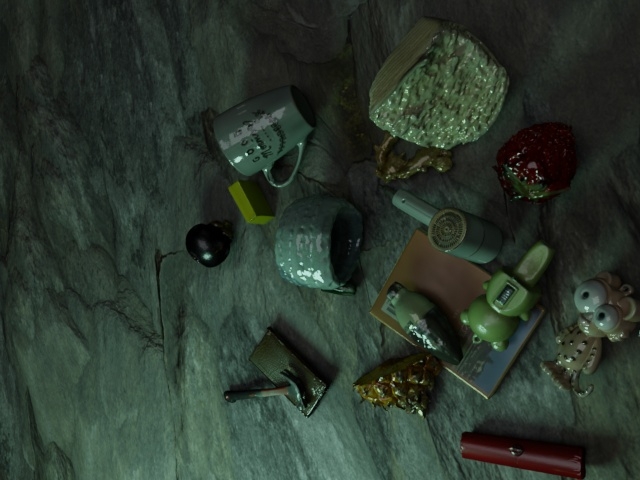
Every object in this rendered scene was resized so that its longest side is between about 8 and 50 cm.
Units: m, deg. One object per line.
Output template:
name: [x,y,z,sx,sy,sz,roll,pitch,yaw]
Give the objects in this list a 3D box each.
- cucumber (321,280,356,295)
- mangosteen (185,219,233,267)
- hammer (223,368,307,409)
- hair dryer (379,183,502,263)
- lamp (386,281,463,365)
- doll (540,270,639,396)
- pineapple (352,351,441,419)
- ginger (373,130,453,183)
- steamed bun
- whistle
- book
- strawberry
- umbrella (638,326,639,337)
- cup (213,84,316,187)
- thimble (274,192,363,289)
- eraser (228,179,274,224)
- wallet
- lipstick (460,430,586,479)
cucumber: [0.052,0.121,1.877,0.105,0.048,0.048,10,95,25]
mangosteen: [-0.314,-0.001,2.040,0.137,0.137,0.151,31,70,25]
hammer: [-0.162,0.426,1.976,0.288,0.033,0.111,-16,92,37]
hair dryer: [0.267,-0.066,1.726,0.357,0.173,0.107,38,105,43]
lamp: [0.253,0.200,1.714,0.250,0.101,0.101,46,110,16]
doll: [0.591,0.206,1.545,0.154,0.119,0.278,47,117,55]
pineapple: [0.188,0.384,1.752,0.250,0.140,0.164,-18,89,31]
ginger: [0.224,-0.202,1.783,0.176,0.053,0.193,-47,62,20]
steamed bun: [0.281,-0.353,1.664,0.272,0.273,0.290,36,116,-22]
whistle: [0.430,0.124,1.605,0.131,0.106,0.288,41,109,25]
book: [0.325,0.174,1.740,0.374,0.028,0.262,35,106,24]
strawberry: [0.487,-0.183,1.579,0.184,0.187,0.201,19,70,50]
umbrella: [0.750,0.057,1.464,0.154,0.128,0.336,9,103,51]
cup: [-0.123,-0.276,1.919,0.234,0.186,0.258,-25,108,18]
thimble: [0.000,0.000,1.815,0.172,0.205,0.250,6,75,28]
eraser: [-0.192,-0.107,1.980,0.045,0.097,0.122,-34,76,24]
wallet: [-0.087,0.362,1.954,0.243,0.039,0.132,41,116,24]
lipstick: [0.467,0.494,1.641,0.280,0.073,0.073,1,90,28]
